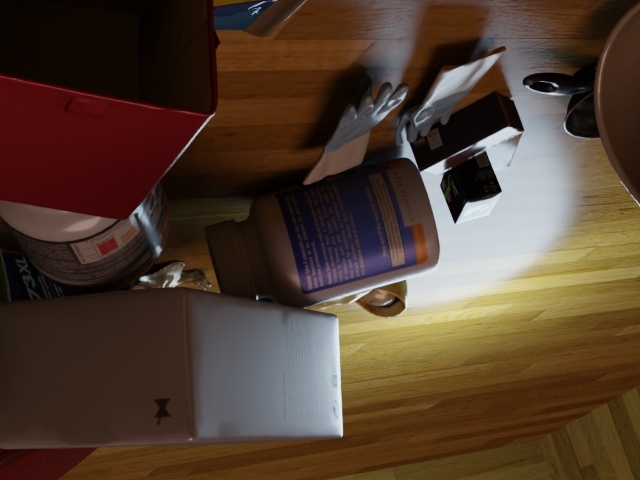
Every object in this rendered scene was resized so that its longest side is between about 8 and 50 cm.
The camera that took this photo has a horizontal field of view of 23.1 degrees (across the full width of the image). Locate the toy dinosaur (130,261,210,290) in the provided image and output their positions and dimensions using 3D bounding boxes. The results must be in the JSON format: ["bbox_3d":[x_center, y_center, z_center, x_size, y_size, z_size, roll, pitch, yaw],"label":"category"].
[{"bbox_3d":[-0.224,0.058,2.103,0.092,0.053,0.183,-43,160,22],"label":"toy dinosaur"}]

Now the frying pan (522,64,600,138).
[{"bbox_3d":[0.333,-0.175,1.894,0.326,0.053,0.197,-6,159,-26],"label":"frying pan"}]

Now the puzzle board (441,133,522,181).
[{"bbox_3d":[0.208,-0.110,2.036,0.096,0.011,0.128,-16,162,-7],"label":"puzzle board"}]

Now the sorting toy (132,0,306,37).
[{"bbox_3d":[-0.059,-0.254,1.327,0.229,0.041,0.307,-2,156,-39],"label":"sorting toy"}]

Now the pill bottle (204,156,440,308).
[{"bbox_3d":[0.000,0.000,1.946,0.272,0.152,0.152,-14,162,-6],"label":"pill bottle"}]

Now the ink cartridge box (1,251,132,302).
[{"bbox_3d":[-0.317,0.109,1.866,0.069,0.176,0.371,-26,167,20],"label":"ink cartridge box"}]

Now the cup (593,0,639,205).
[{"bbox_3d":[0.505,-0.172,1.720,0.237,0.331,0.331,-36,176,-38],"label":"cup"}]

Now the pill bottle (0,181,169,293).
[{"bbox_3d":[-0.242,-0.058,1.543,0.162,0.162,0.278,-16,162,-4],"label":"pill bottle"}]

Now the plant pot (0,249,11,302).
[{"bbox_3d":[-0.490,0.072,1.597,0.253,0.276,0.276,-10,164,12],"label":"plant pot"}]

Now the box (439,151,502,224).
[{"bbox_3d":[0.194,-0.068,2.025,0.052,0.062,0.083,-15,161,-12],"label":"box"}]

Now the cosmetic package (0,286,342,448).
[{"bbox_3d":[-0.156,0.155,1.792,0.230,0.162,0.453,-5,172,20],"label":"cosmetic package"}]

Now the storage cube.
[{"bbox_3d":[-0.203,-0.145,1.228,0.215,0.184,0.193,9,152,-25],"label":"storage cube"}]

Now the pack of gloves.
[{"bbox_3d":[0.083,-0.154,1.777,0.195,0.046,0.232,-23,168,-21],"label":"pack of gloves"}]

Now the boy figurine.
[{"bbox_3d":[0.009,0.068,2.254,0.285,0.092,0.177,5,149,-43],"label":"boy figurine"}]

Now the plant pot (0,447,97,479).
[{"bbox_3d":[-0.422,0.204,2.003,0.235,0.267,0.267,-20,162,-6],"label":"plant pot"}]

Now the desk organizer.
[{"bbox_3d":[0.178,-0.128,1.901,0.130,0.047,0.050,-27,162,28],"label":"desk organizer"}]

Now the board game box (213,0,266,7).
[{"bbox_3d":[-0.006,-0.257,1.265,0.170,0.048,0.141,-10,156,-21],"label":"board game box"}]
